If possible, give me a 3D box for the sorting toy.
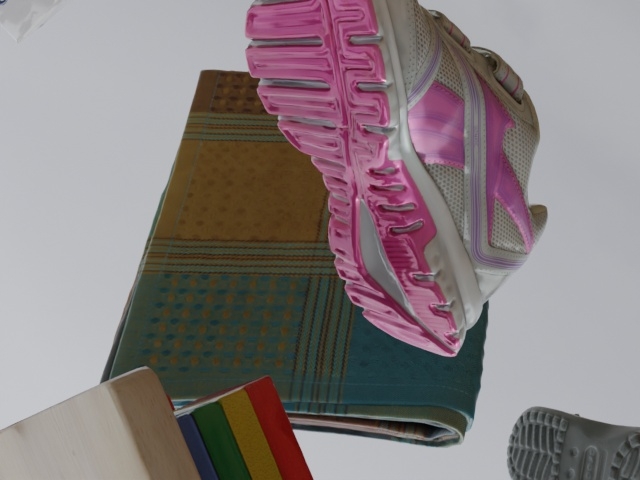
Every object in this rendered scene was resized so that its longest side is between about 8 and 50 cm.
[{"bbox_3d":[-0.063,0.193,0.905,0.089,0.255,0.257,-22,-92,-29],"label":"sorting toy"}]

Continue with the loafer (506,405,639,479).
[{"bbox_3d":[0.247,0.179,1.306,0.087,0.094,0.251,10,-172,-36],"label":"loafer"}]

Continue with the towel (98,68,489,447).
[{"bbox_3d":[0.000,0.000,1.363,0.271,0.040,0.370,4,-134,8],"label":"towel"}]

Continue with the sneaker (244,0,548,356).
[{"bbox_3d":[0.046,-0.068,0.903,0.103,0.252,0.111,20,-131,43],"label":"sneaker"}]

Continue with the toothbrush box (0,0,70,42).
[{"bbox_3d":[-0.242,-0.310,1.264,0.283,0.122,0.206,47,-151,-8],"label":"toothbrush box"}]
